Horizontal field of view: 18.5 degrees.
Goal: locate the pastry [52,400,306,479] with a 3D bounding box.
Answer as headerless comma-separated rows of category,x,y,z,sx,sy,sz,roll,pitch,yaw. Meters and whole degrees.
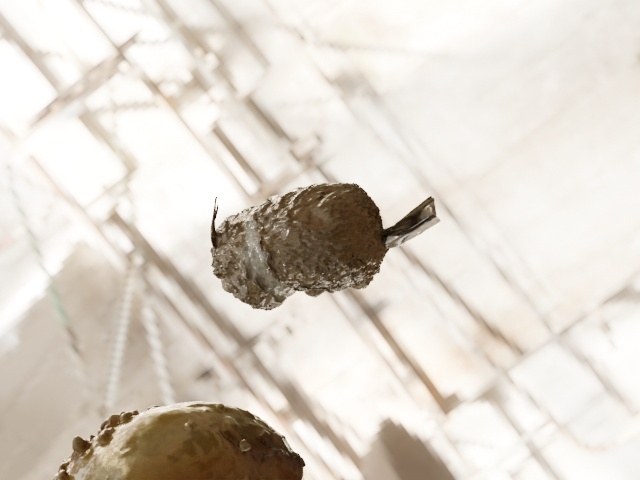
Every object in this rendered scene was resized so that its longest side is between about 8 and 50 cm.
pastry,-0.156,0.283,1.964,0.184,0.284,0.316,32,-175,33

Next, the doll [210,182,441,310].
doll,0.002,0.003,1.821,0.105,0.221,0.115,-76,-28,-44
